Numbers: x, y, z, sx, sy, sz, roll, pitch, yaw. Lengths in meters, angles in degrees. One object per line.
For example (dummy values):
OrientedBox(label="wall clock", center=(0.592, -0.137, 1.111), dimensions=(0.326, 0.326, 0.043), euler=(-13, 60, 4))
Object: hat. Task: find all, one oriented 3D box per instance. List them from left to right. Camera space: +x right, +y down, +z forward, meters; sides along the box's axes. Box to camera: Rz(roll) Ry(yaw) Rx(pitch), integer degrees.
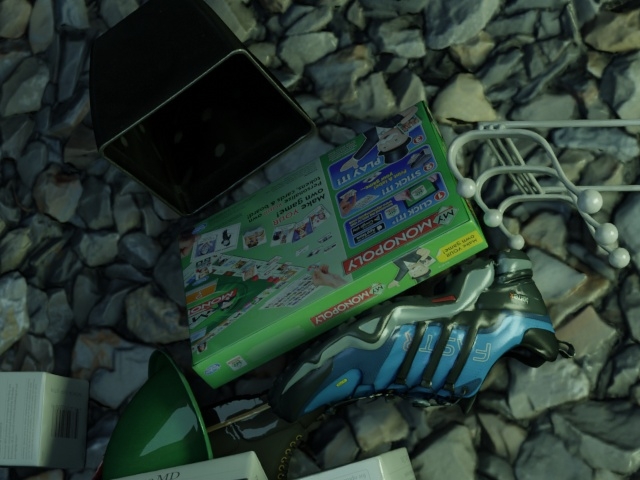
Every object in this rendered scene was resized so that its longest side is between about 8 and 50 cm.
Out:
OrientedBox(label="hat", center=(-0.220, 0.237, 1.264), dimensions=(0.183, 0.173, 0.208), euler=(-16, 101, -22))

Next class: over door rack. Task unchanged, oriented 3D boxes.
OrientedBox(label="over door rack", center=(0.303, -0.056, 1.141), dimensions=(0.324, 0.239, 0.108), euler=(-11, 73, 17))

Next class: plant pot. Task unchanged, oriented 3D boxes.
OrientedBox(label="plant pot", center=(-0.150, -0.168, 1.361), dimensions=(0.188, 0.187, 0.167), euler=(-35, 57, 9))

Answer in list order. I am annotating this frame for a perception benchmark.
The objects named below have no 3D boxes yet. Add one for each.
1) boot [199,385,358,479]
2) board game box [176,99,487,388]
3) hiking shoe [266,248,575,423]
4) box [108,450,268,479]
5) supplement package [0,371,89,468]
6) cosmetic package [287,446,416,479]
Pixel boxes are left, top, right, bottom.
OrientedBox(label="boot", center=(-0.031, 0.221, 1.301), dimensions=(0.198, 0.077, 0.137), euler=(-17, 89, 12))
OrientedBox(label="board game box", center=(0.000, 0.000, 1.282), dimensions=(0.317, 0.046, 0.213), euler=(-28, 40, 12))
OrientedBox(label="hiking shoe", center=(0.097, 0.120, 1.212), dimensions=(0.304, 0.113, 0.132), euler=(-26, 80, -7))
OrientedBox(label="box", center=(-0.123, 0.326, 1.207), dimensions=(0.181, 0.119, 0.182), euler=(-14, 118, 14))
OrientedBox(label="supplement package", center=(-0.368, 0.205, 1.389), dimensions=(0.179, 0.105, 0.105), euler=(-3, 78, 18))
OrientedBox(label="cosmetic package", center=(0.041, 0.321, 1.144), dimensions=(0.138, 0.224, 0.224), euler=(-17, 80, 8))
